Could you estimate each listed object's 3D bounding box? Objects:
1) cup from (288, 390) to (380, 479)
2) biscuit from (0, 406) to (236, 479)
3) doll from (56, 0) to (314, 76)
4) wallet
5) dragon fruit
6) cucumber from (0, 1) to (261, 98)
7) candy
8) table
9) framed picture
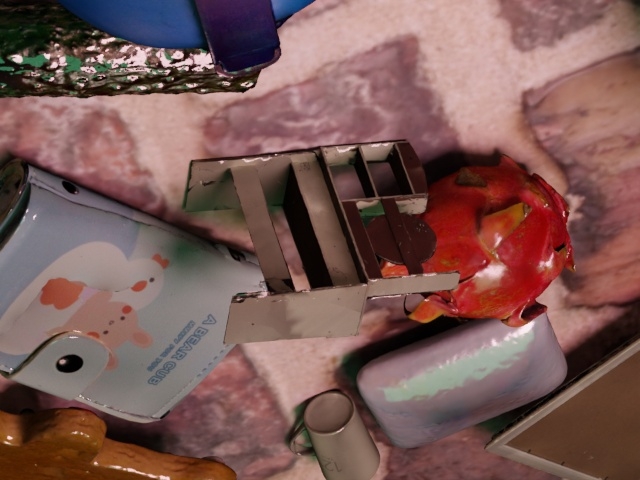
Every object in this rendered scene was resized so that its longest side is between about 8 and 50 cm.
[{"bbox_3d":[0.010,0.173,1.776,0.054,0.075,0.083,-48,142,-23],"label":"cup"},{"bbox_3d":[-0.221,0.181,1.657,0.301,0.049,0.197,19,146,-26],"label":"biscuit"},{"bbox_3d":[-0.069,-0.244,1.066,0.240,0.310,0.284,-14,140,-3],"label":"doll"},{"bbox_3d":[-0.176,0.044,1.536,0.250,0.075,0.176,23,119,-39],"label":"wallet"},{"bbox_3d":[0.123,0.004,1.551,0.166,0.136,0.133,-9,180,-16],"label":"dragon fruit"},{"bbox_3d":[-0.185,-0.129,1.342,0.293,0.067,0.067,-3,137,-18],"label":"cucumber"},{"bbox_3d":[0.126,0.119,1.730,0.174,0.071,0.138,-23,148,4],"label":"candy"},{"bbox_3d":[0.000,0.000,1.491,0.175,0.146,0.062,-4,136,-16],"label":"table"},{"bbox_3d":[0.299,0.159,1.855,0.217,0.017,0.274,-37,146,20],"label":"framed picture"}]
